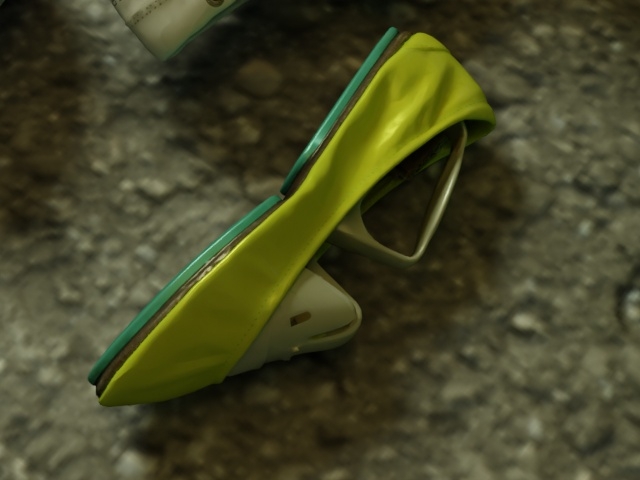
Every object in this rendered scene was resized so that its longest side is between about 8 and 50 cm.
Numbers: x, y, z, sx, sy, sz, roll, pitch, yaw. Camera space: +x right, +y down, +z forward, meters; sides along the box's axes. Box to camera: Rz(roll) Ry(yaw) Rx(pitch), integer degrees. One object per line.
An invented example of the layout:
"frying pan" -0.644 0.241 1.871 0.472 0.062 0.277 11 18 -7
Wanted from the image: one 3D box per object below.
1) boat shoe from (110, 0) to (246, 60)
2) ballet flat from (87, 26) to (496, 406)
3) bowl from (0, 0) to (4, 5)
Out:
"boat shoe" 0.014 -0.164 0.679 0.277 0.098 0.096 -28 91 -23
"ballet flat" 0.000 0.000 0.597 0.077 0.077 0.231 40 66 1
"bowl" -0.191 -0.151 0.654 0.080 0.170 0.170 16 51 -43
